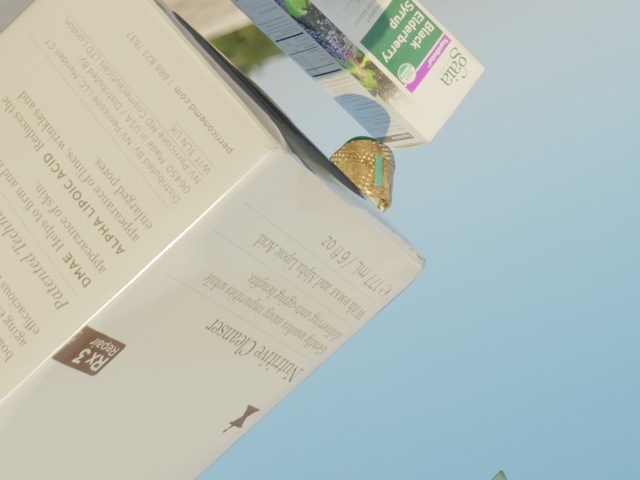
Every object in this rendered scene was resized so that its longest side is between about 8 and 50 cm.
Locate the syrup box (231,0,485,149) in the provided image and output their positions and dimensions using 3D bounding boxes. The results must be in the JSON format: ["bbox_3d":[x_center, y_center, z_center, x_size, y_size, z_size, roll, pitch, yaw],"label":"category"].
[{"bbox_3d":[0.025,-0.193,1.450,0.093,0.237,0.096,-53,-162,-17],"label":"syrup box"}]

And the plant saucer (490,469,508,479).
[{"bbox_3d":[0.047,0.198,0.873,0.192,0.018,0.067,-35,150,-43],"label":"plant saucer"}]

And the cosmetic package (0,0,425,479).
[{"bbox_3d":[-0.161,0.067,0.805,0.385,0.156,0.217,-45,153,5],"label":"cosmetic package"}]

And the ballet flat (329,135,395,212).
[{"bbox_3d":[0.000,0.000,1.357,0.073,0.067,0.206,12,135,-19],"label":"ballet flat"}]
